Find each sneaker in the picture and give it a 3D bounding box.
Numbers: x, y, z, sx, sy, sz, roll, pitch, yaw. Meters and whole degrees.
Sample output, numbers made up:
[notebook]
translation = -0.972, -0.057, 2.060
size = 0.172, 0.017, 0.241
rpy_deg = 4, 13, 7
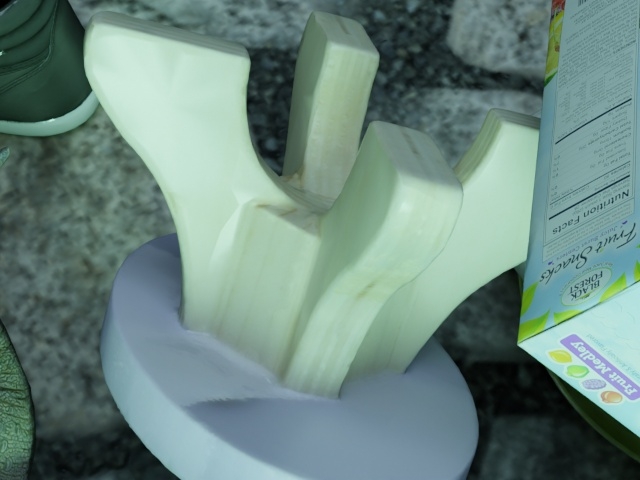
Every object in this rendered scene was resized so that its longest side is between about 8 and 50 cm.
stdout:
[sneaker]
translation = -0.270, -0.136, 0.833
size = 0.295, 0.147, 0.105
rpy_deg = 6, 64, 0

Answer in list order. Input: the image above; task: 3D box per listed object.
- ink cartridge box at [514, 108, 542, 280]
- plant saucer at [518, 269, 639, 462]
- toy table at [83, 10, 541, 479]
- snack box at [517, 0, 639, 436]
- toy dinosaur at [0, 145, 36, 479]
[ink cartridge box]
translation = 0.214, -0.025, 0.805
size = 0.218, 0.092, 0.158
rpy_deg = -29, 69, -20
[plant saucer]
translation = 0.226, 0.033, 0.848
size = 0.241, 0.037, 0.241
rpy_deg = 2, 62, -4
[toy table]
translation = 0.000, 0.000, 0.697
size = 0.252, 0.161, 0.274
rpy_deg = 9, 21, -25
[snack box]
translation = 0.168, -0.002, 0.626
size = 0.174, 0.070, 0.207
rpy_deg = 38, 40, -23
[toy dinosaur]
translation = -0.196, 0.108, 0.704
size = 0.160, 0.121, 0.313
rpy_deg = 35, 90, 16
